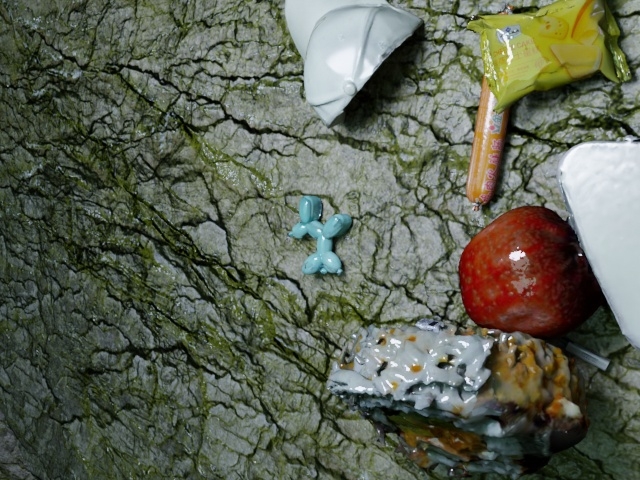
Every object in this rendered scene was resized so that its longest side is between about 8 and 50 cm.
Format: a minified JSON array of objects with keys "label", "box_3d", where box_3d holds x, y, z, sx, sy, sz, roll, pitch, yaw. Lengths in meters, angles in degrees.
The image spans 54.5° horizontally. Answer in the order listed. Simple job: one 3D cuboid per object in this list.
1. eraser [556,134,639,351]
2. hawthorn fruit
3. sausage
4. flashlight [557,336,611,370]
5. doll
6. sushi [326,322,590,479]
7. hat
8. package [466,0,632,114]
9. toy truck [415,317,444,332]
[{"label":"eraser","box_3d":[0.505,0.012,0.880,0.331,0.150,0.331,4,96,36]},{"label":"hawthorn fruit","box_3d":[0.321,0.062,0.999,0.250,0.215,0.215,-40,72,51]},{"label":"sausage","box_3d":[0.296,-0.220,1.064,0.053,0.053,0.347,16,106,35]},{"label":"flashlight","box_3d":[0.438,0.187,1.035,0.083,0.018,0.018,29,113,31]},{"label":"doll","box_3d":[0.000,0.000,1.323,0.159,0.059,0.158,38,116,26]},{"label":"sushi","box_3d":[0.210,0.255,1.021,0.418,0.417,0.175,-8,51,38]},{"label":"hat","box_3d":[0.019,-0.387,1.184,0.258,0.168,0.301,-48,68,31]},{"label":"package","box_3d":[0.355,-0.301,0.964,0.226,0.090,0.168,-14,96,18]},{"label":"toy truck","box_3d":[0.215,0.214,1.192,0.063,0.052,0.123,1,98,33]}]
